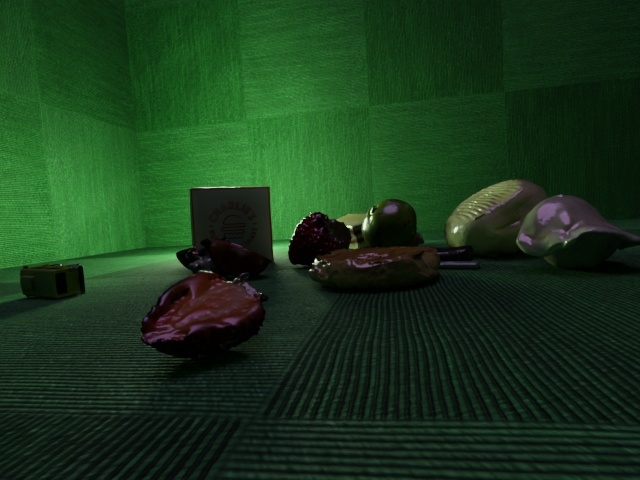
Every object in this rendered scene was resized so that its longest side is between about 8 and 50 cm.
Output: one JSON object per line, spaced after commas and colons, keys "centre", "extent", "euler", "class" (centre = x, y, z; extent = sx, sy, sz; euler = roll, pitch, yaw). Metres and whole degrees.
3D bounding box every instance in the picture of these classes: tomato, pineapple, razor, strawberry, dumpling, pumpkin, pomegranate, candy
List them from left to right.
{"centre": [-0.411, 0.061, 1.471], "extent": [0.119, 0.107, 0.183], "euler": [-10, 6, 37], "class": "pumpkin"}
{"centre": [-0.147, 0.107, 0.562], "extent": [0.141, 0.085, 0.192], "euler": [11, 23, -6], "class": "strawberry"}
{"centre": [-0.247, 0.065, 1.245], "extent": [0.174, 0.082, 0.166], "euler": [2, -27, 44], "class": "tomato"}
{"centre": [-0.027, 0.011, 1.437], "extent": [0.202, 0.186, 0.184], "euler": [-31, 24, 10], "class": "strawberry"}
{"centre": [0.000, 0.000, 1.753], "extent": [0.169, 0.169, 0.340], "euler": [-5, -3, -20], "class": "pineapple"}
{"centre": [0.170, -0.046, 2.063], "extent": [0.180, 0.135, 0.321], "euler": [-28, 15, -24], "class": "candy"}
{"centre": [0.311, -0.038, 1.722], "extent": [0.302, 0.235, 0.236], "euler": [34, -18, -31], "class": "pomegranate"}
{"centre": [0.380, 0.045, 1.255], "extent": [0.148, 0.054, 0.090], "euler": [-3, 3, 32], "class": "razor"}
{"centre": [0.650, -0.026, 1.027], "extent": [0.318, 0.187, 0.243], "euler": [-2, -1, -27], "class": "dumpling"}

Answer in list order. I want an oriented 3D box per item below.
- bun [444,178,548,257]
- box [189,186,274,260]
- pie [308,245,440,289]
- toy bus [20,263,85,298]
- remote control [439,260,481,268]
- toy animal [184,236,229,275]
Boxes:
{"centre": [0.589, -0.053, 1.403], "extent": [0.361, 0.213, 0.361], "euler": [-32, 7, 4], "class": "bun"}
{"centre": [-0.382, -0.059, 1.753], "extent": [0.315, 0.312, 0.300], "euler": [-4, 2, -18], "class": "box"}
{"centre": [0.137, 0.061, 1.038], "extent": [0.340, 0.083, 0.339], "euler": [-2, 5, 0], "class": "pie"}
{"centre": [-0.744, 0.110, 1.154], "extent": [0.175, 0.088, 0.101], "euler": [-1, 6, 28], "class": "toy bus"}
{"centre": [0.383, 0.069, 1.171], "extent": [0.125, 0.017, 0.053], "euler": [-2, 5, 31], "class": "remote control"}
{"centre": [-0.347, 0.062, 1.334], "extent": [0.094, 0.121, 0.225], "euler": [-34, -3, 11], "class": "toy animal"}
